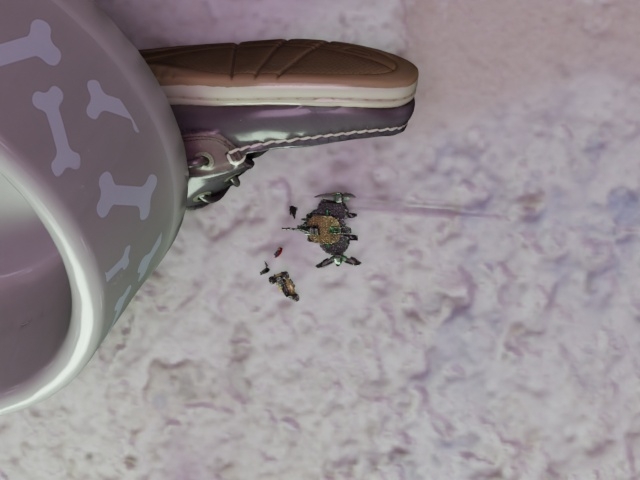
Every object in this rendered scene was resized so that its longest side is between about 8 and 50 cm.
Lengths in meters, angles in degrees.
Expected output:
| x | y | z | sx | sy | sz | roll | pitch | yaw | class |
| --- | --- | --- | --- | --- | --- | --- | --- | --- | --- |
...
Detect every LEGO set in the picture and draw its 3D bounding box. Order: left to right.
| x | y | z | sx | sy | sz | roll | pitch | yaw | class |
| --- | --- | --- | --- | --- | --- | --- | --- | --- | --- |
| -0.002 | -0.001 | 0.939 | 0.083 | 0.023 | 0.054 | -30 | 97 | 25 | LEGO set |

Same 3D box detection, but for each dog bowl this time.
| x | y | z | sx | sy | sz | roll | pitch | yaw | class |
| --- | --- | --- | --- | --- | --- | --- | --- | --- | --- |
| -0.253 | -0.029 | 0.822 | 0.349 | 0.102 | 0.349 | 8 | 139 | 7 | dog bowl |

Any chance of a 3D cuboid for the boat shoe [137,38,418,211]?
| x | y | z | sx | sy | sz | roll | pitch | yaw | class |
| --- | --- | --- | --- | --- | --- | --- | --- | --- | --- |
| -0.082 | -0.063 | 0.892 | 0.285 | 0.103 | 0.092 | -2 | 108 | 10 | boat shoe |
